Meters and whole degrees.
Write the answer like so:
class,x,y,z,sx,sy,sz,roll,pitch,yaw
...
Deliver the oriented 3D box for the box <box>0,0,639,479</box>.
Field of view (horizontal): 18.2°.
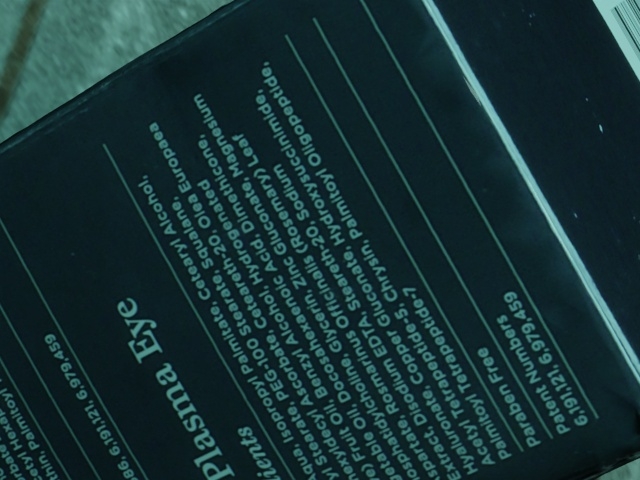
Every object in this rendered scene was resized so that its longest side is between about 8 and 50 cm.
class,x,y,z,sx,sy,sz,roll,pitch,yaw
box,0.000,0.000,0.769,0.179,0.312,0.343,59,27,-3
